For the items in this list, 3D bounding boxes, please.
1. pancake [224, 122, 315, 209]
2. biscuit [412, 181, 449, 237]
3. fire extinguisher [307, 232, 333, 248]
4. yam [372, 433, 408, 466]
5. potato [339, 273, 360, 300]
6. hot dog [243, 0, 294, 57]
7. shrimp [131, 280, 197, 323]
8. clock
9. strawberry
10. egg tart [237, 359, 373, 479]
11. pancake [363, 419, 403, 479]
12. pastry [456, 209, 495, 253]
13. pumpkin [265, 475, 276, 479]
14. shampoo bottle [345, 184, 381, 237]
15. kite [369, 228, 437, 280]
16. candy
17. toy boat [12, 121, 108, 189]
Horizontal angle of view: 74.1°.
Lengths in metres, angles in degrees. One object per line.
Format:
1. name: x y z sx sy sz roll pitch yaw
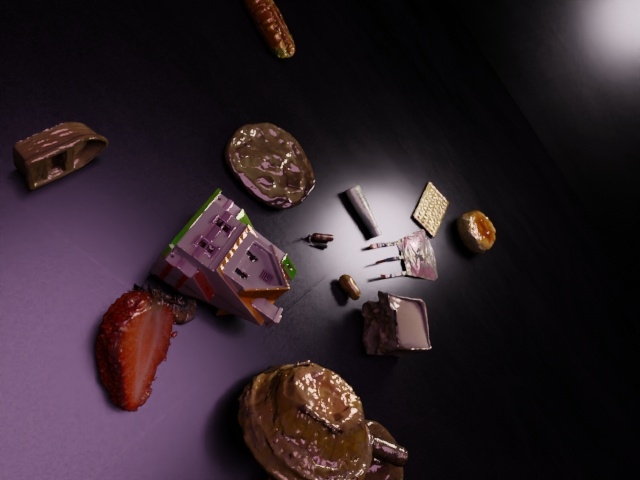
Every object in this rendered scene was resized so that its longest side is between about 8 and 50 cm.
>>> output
1. pancake: -0.145 -0.228 1.288 0.294 0.049 0.295 14 62 -29
2. biscuit: 0.452 -0.126 1.723 0.139 0.016 0.231 43 51 -15
3. fire extinguisher: -0.004 0.001 1.318 0.100 0.032 0.046 4 103 -37
4. yam: 0.110 0.525 1.119 0.252 0.061 0.061 27 55 -7
5. potato: 0.092 0.145 1.316 0.045 0.046 0.092 -39 87 1
6. hot dog: -0.171 -0.755 1.478 0.115 0.072 0.269 -34 93 -49
7. shrimp: -0.359 0.132 0.987 0.161 0.034 0.091 36 41 -28
8. clock: -0.208 0.070 1.029 0.309 0.166 0.235 38 45 -12
9. strawberry: -0.401 0.211 0.879 0.175 0.106 0.236 66 36 -48
10. egg tart: -0.017 0.394 0.978 0.351 0.150 0.352 24 22 -10
11. pancake: 0.133 0.614 1.143 0.241 0.050 0.242 15 59 -26
12. pastry: 0.653 -0.039 1.790 0.192 0.093 0.182 -34 92 -45
13. pumpkin: -0.067 0.588 0.983 0.139 0.190 0.280 51 6 -9
14. shampoo bottle: 0.152 -0.098 1.466 0.069 0.041 0.191 -25 88 -46
15. kite: 0.308 0.056 1.535 0.360 0.022 0.204 -1 72 -42
16. candy: 0.233 0.262 1.313 0.195 0.137 0.185 11 65 -35
17. toy boat: -0.557 -0.195 0.915 0.061 0.116 0.188 49 51 -2
